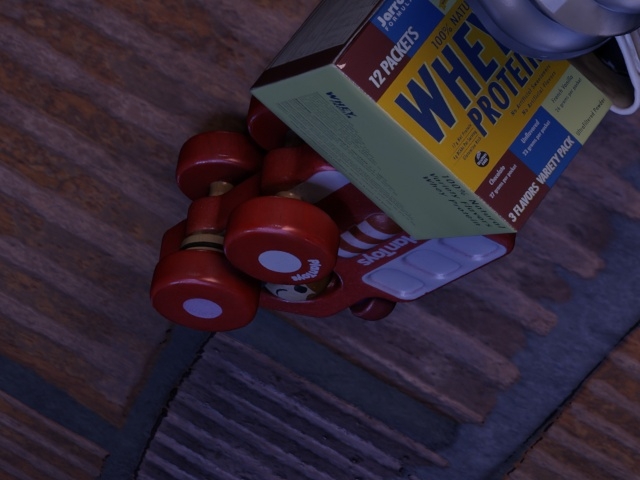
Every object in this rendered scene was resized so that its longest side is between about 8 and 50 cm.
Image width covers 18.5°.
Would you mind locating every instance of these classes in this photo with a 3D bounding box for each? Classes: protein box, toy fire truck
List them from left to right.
[{"bbox_3d":[0.000,0.000,1.806,0.254,0.169,0.302,26,145,-26],"label":"toy fire truck"},{"bbox_3d":[0.085,-0.116,1.578,0.200,0.136,0.201,41,166,-14],"label":"protein box"}]

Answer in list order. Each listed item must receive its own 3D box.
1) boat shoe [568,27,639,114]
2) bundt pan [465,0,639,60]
[{"bbox_3d":[0.176,-0.208,1.519,0.096,0.088,0.267,-17,123,41],"label":"boat shoe"},{"bbox_3d":[0.232,-0.219,1.272,0.331,0.331,0.124,-25,92,45],"label":"bundt pan"}]
